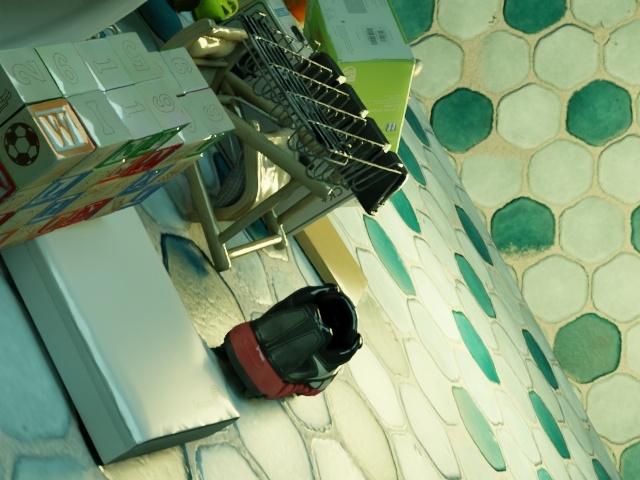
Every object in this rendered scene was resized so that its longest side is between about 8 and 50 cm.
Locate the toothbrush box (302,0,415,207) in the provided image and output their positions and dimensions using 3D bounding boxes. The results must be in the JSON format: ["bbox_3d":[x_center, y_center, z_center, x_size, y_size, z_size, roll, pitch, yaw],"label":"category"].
[{"bbox_3d":[0.042,-0.220,2.143,0.206,0.122,0.283,-107,-160,-45],"label":"toothbrush box"}]

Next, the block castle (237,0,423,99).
[{"bbox_3d":[-0.013,-0.447,2.514,0.303,0.213,0.453,30,33,-62],"label":"block castle"}]

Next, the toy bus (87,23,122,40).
[{"bbox_3d":[-0.265,-0.341,1.621,0.191,0.202,0.104,43,-10,-27],"label":"toy bus"}]

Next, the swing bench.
[{"bbox_3d":[-0.094,-0.121,1.700,0.254,0.165,0.253,55,15,4],"label":"swing bench"}]

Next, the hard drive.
[{"bbox_3d":[-0.205,0.020,1.256,0.353,0.047,0.233,62,15,10],"label":"hard drive"}]

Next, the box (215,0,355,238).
[{"bbox_3d":[-0.056,-0.163,1.885,0.290,0.169,0.087,59,14,-4],"label":"box"}]

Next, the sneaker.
[{"bbox_3d":[-0.005,0.111,1.576,0.097,0.135,0.276,60,13,11],"label":"sneaker"}]

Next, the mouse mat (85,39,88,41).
[{"bbox_3d":[-0.303,-0.260,1.572,0.152,0.007,0.189,33,29,-60],"label":"mouse mat"}]

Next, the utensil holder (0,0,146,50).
[{"bbox_3d":[-0.307,-0.374,1.169,0.385,0.327,0.327,58,14,8],"label":"utensil holder"}]

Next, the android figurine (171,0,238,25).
[{"bbox_3d":[-0.212,-0.436,2.139,0.248,0.056,0.273,39,26,-53],"label":"android figurine"}]

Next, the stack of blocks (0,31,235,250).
[{"bbox_3d":[-0.190,-0.080,1.106,0.087,0.171,0.297,58,29,4],"label":"stack of blocks"}]

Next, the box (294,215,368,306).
[{"bbox_3d":[0.000,0.000,2.043,0.201,0.021,0.164,58,14,-6],"label":"box"}]

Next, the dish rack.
[{"bbox_3d":[-0.009,-0.141,1.545,0.208,0.074,0.271,57,16,17],"label":"dish rack"}]
